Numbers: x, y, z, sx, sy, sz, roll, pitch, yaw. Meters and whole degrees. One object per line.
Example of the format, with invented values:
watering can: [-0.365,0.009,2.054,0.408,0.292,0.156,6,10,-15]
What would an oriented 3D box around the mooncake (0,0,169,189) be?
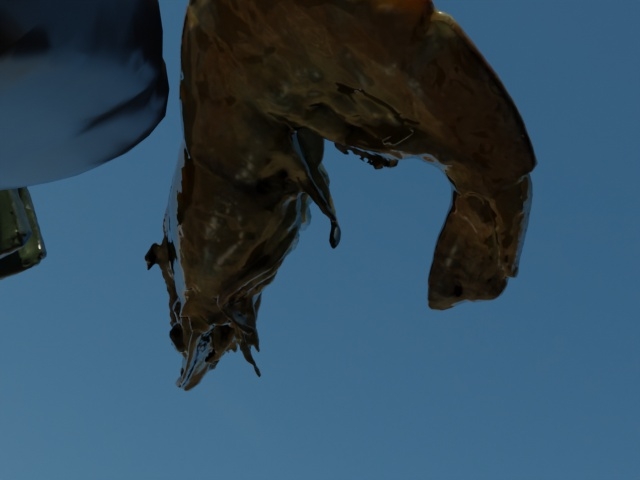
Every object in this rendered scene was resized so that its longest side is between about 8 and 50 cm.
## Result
mooncake: [-0.249,-0.064,0.377,0.381,0.350,0.212,-23,-90,1]

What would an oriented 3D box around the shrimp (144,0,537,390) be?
shrimp: [0.000,0.000,0.576,0.169,0.058,0.296,34,-40,16]

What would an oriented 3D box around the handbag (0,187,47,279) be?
handbag: [-0.291,-0.063,0.677,0.248,0.260,0.079,-19,-9,-2]
